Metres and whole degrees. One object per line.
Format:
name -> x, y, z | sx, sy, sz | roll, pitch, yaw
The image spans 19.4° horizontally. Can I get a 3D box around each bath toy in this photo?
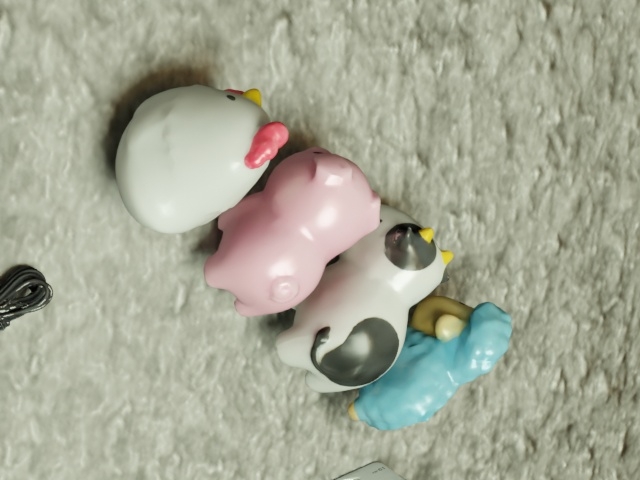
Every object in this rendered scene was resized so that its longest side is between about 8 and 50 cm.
bath toy -> 0.000, 0.000, 1.372 | 0.348, 0.129, 0.151 | 43, 47, -37

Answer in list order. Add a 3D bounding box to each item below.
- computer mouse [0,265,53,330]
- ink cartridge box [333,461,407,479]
computer mouse -> -0.259, -0.007, 1.246 | 0.106, 0.042, 0.193 | -33, 128, -15
ink cartridge box -> 0.034, 0.256, 1.530 | 0.088, 0.052, 0.122 | -22, 116, -27
